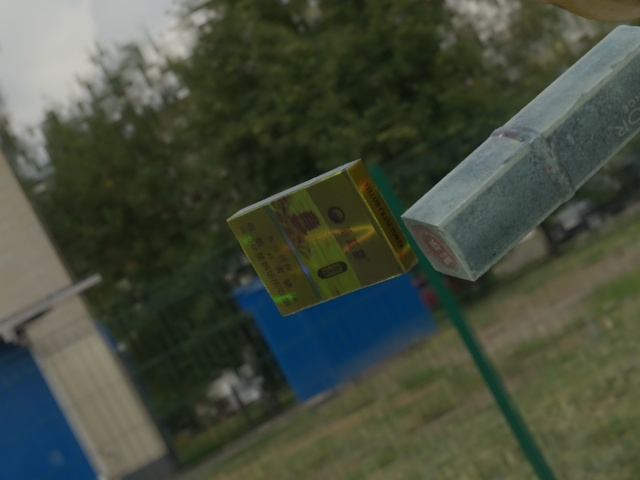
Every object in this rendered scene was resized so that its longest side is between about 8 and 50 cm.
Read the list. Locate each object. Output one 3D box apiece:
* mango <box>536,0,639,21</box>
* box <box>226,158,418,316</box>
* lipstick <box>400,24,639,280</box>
[{"bbox_3d":[0.308,-0.385,2.256,0.253,0.182,0.365,17,7,-31],"label":"mango"},{"bbox_3d":[0.000,0.000,1.838,0.193,0.121,0.030,-22,12,47],"label":"box"},{"bbox_3d":[0.206,-0.083,1.606,0.290,0.077,0.076,-40,23,-15],"label":"lipstick"}]
